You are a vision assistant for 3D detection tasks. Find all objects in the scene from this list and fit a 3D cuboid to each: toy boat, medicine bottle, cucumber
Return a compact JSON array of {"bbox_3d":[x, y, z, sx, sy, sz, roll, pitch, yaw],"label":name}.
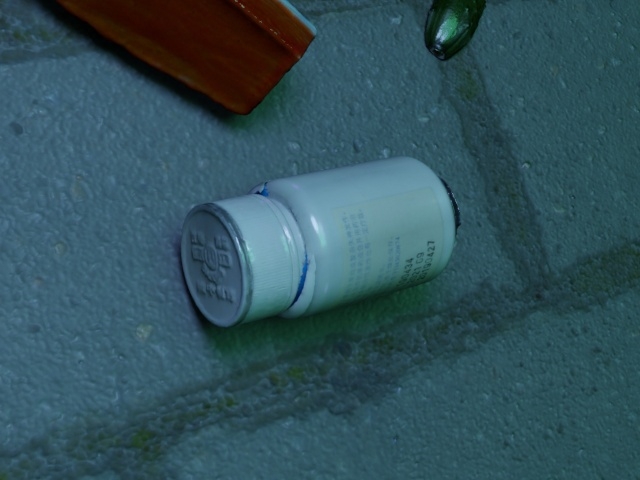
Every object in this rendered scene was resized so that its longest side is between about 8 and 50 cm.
[{"bbox_3d":[-0.163,-0.273,1.097,0.332,0.145,0.133,32,38,-22],"label":"toy boat"},{"bbox_3d":[0.000,0.000,1.105,0.258,0.143,0.143,-13,82,-35],"label":"medicine bottle"},{"bbox_3d":[0.169,-0.273,1.360,0.067,0.035,0.107,36,61,-20],"label":"cucumber"}]
